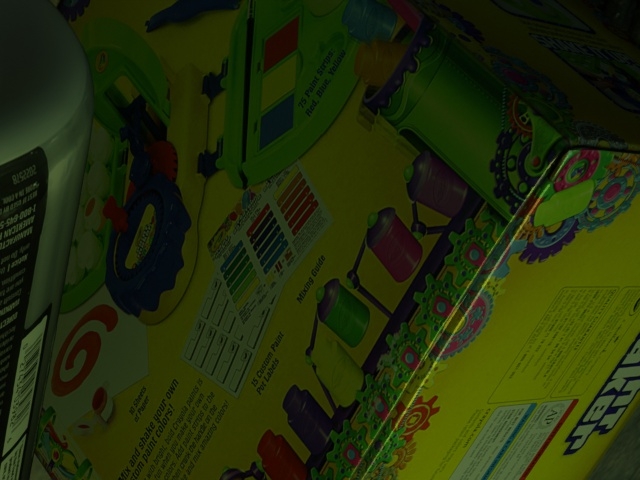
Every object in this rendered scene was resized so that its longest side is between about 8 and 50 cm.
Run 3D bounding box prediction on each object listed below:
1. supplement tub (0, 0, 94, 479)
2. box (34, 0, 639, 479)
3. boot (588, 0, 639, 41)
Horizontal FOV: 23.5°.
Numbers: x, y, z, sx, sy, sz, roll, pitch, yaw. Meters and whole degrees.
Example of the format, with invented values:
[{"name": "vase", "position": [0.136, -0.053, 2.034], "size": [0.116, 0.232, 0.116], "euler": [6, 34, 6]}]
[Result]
[{"name": "supplement tub", "position": [-0.206, 0.046, 0.618], "size": [0.194, 0.193, 0.316], "euler": [-14, 137, -36]}, {"name": "box", "position": [0.000, 0.000, 0.704], "size": [0.177, 0.279, 0.290], "euler": [1, 127, -46]}, {"name": "boot", "position": [0.258, -0.261, 0.812], "size": [0.348, 0.131, 0.260], "euler": [-28, 138, -4]}]
